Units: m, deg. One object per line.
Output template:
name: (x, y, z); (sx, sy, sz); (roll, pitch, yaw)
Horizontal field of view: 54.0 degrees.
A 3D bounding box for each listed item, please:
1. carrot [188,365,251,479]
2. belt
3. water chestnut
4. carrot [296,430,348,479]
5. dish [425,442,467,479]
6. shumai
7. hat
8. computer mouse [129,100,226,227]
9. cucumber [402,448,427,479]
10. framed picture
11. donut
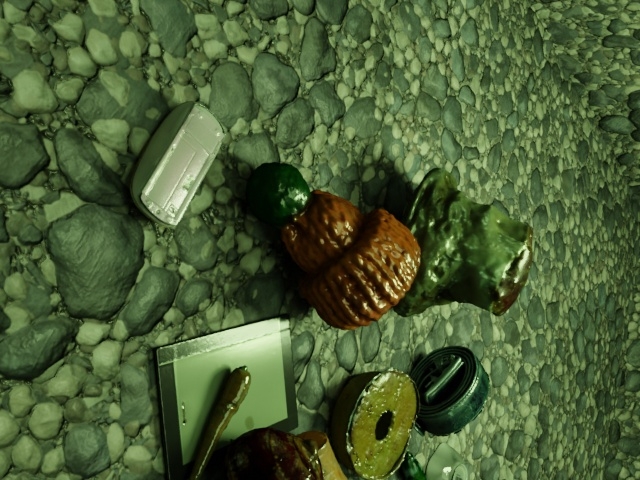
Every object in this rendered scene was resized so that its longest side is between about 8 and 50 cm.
carrot: (-0.196, 0.357, 1.201); (0.049, 0.049, 0.254); (45, 61, -38)
belt: (0.328, 0.403, 1.679); (0.267, 0.206, 0.116); (-50, 121, -28)
water chestnut: (-0.105, 0.474, 1.202); (0.223, 0.238, 0.223); (-19, 90, -87)
carrot: (0.016, 0.569, 1.390); (0.139, 0.139, 0.301); (-27, 104, -45)
dish: (0.381, 0.692, 1.835); (0.191, 0.066, 0.190); (0, 89, -47)
shumai: (0.363, 0.030, 1.578); (0.324, 0.323, 0.397); (46, 61, -65)
hat: (0.000, 0.000, 1.357); (0.400, 0.285, 0.285); (37, 58, -6)
computer mouse: (-0.260, -0.140, 1.149); (0.126, 0.056, 0.245); (43, 59, -39)
cucumber: (0.263, 0.658, 1.717); (0.056, 0.056, 0.250); (-44, 122, -39)
framed picture: (-0.175, 0.305, 1.267); (0.347, 0.016, 0.265); (-10, 97, -48)
donut: (0.125, 0.442, 1.537); (0.272, 0.107, 0.272); (-2, 93, -43)
